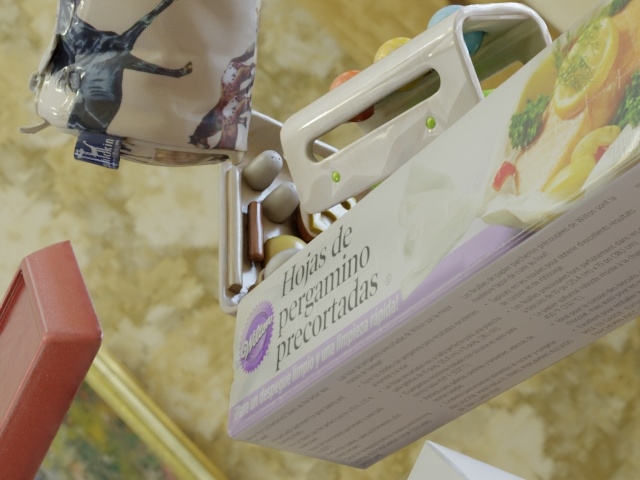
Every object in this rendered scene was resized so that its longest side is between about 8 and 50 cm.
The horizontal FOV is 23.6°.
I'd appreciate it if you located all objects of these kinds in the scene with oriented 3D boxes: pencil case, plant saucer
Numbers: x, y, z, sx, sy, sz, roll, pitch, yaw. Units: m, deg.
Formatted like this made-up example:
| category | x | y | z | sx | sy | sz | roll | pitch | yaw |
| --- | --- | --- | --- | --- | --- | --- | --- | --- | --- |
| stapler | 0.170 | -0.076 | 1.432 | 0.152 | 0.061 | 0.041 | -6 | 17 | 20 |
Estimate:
| category | x | y | z | sx | sy | sz | roll | pitch | yaw |
| --- | --- | --- | --- | --- | --- | --- | --- | --- | --- |
| pencil case | -0.129 | -0.263 | 1.211 | 0.160 | 0.184 | 0.410 | -146 | 62 | -71 |
| plant saucer | -0.310 | 0.146 | 1.540 | 0.258 | 0.048 | 0.259 | -62 | 24 | 12 |

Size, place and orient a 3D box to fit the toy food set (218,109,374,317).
| category | x | y | z | sx | sy | sz | roll | pitch | yaw |
| --- | --- | --- | --- | --- | --- | --- | --- | --- | --- |
| toy food set | 0.000 | 0.000 | 1.745 | 0.220 | 0.306 | 0.092 | 23 | -48 | -26 |

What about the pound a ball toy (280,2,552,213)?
| category | x | y | z | sx | sy | sz | roll | pitch | yaw |
| --- | --- | --- | --- | --- | --- | --- | --- | --- | --- |
| pound a ball toy | 0.107 | -0.131 | 1.530 | 0.208 | 0.135 | 0.319 | -10 | -11 | -40 |

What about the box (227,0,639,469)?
| category | x | y | z | sx | sy | sz | roll | pitch | yaw |
| --- | --- | --- | --- | --- | --- | --- | --- | --- | --- |
| box | 0.071 | -0.007 | 0.483 | 0.324 | 0.067 | 0.063 | -40 | 39 | 51 |

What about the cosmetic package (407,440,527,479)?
| category | x | y | z | sx | sy | sz | roll | pitch | yaw |
| --- | --- | --- | --- | --- | --- | --- | --- | --- | --- |
| cosmetic package | 0.243 | 0.368 | 1.570 | 0.197 | 0.366 | 0.155 | -67 | 18 | 3 |
